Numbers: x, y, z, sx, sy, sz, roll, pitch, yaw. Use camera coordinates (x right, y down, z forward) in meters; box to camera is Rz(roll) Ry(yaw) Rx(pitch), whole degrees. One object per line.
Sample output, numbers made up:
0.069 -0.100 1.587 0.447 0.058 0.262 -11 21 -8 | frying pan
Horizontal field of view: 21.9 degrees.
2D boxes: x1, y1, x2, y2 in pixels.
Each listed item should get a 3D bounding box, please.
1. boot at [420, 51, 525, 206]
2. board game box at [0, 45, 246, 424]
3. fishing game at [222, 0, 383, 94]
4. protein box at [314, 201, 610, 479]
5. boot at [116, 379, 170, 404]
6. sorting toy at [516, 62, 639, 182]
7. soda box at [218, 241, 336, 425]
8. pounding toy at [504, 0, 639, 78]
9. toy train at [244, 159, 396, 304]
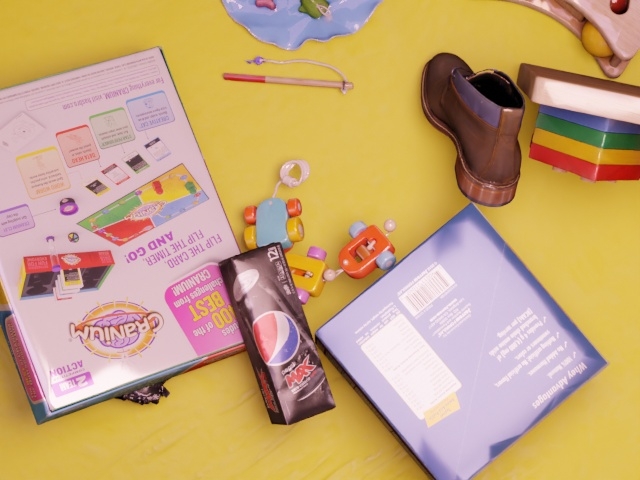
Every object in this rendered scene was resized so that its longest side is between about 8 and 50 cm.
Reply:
0.155 -0.142 1.602 0.082 0.106 0.219 -2 42 -15 | boot
-0.215 -0.009 1.614 0.242 0.064 0.317 -18 82 -23 | board game box
-0.018 -0.286 1.702 0.189 0.041 0.264 6 84 4 | fishing game
0.133 0.108 1.607 0.200 0.136 0.201 -40 85 -4 | protein box
-0.202 0.108 1.655 0.121 0.045 0.099 14 80 -4 | boot
0.314 -0.096 1.579 0.257 0.255 0.089 12 100 2 | sorting toy
-0.042 0.090 1.579 0.053 0.060 0.169 -19 91 -18 | soda box
0.229 -0.289 1.642 0.154 0.155 0.269 -40 83 -7 | pounding toy
0.000 0.000 1.642 0.125 0.046 0.166 -44 57 -3 | toy train
